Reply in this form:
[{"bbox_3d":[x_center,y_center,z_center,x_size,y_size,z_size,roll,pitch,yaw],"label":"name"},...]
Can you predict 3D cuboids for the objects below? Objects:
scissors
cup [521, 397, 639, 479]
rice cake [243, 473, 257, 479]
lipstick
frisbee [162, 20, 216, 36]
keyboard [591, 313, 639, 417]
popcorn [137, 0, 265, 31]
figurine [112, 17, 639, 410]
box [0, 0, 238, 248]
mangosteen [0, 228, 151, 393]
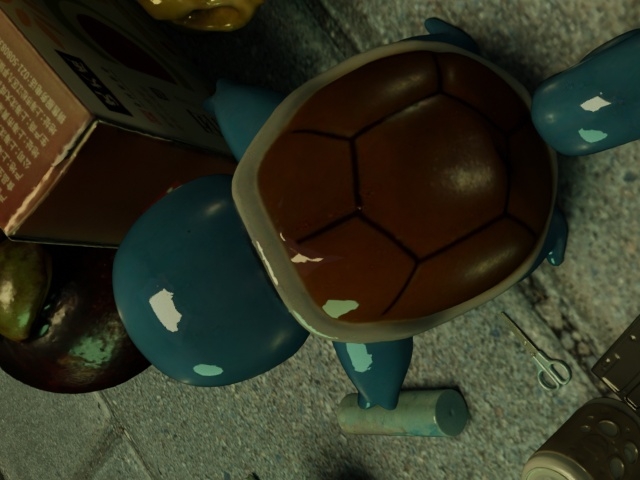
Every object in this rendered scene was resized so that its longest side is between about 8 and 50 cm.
[{"bbox_3d":[0.187,0.096,0.721,0.083,0.006,0.036,52,139,14],"label":"scissors"},{"bbox_3d":[0.222,0.197,0.664,0.074,0.099,0.102,-20,95,53],"label":"cup"},{"bbox_3d":[-0.111,0.393,1.233,0.022,0.021,0.121,36,138,23],"label":"rice cake"},{"bbox_3d":[0.082,0.183,0.860,0.158,0.048,0.048,-17,99,52],"label":"lipstick"},{"bbox_3d":[-0.156,-0.330,0.854,0.236,0.017,0.236,27,131,37],"label":"frisbee"},{"bbox_3d":[0.273,0.063,0.598,0.067,0.011,0.202,46,140,23],"label":"keyboard"},{"bbox_3d":[-0.112,-0.277,0.650,0.250,0.250,0.190,41,150,25],"label":"popcorn"},{"bbox_3d":[0.061,-0.025,0.599,0.416,0.243,0.298,-25,98,13],"label":"figurine"},{"bbox_3d":[-0.241,-0.164,0.787,0.122,0.344,0.385,-48,70,14],"label":"box"},{"bbox_3d":[-0.331,0.044,1.013,0.306,0.347,0.307,-5,83,38],"label":"mangosteen"}]
